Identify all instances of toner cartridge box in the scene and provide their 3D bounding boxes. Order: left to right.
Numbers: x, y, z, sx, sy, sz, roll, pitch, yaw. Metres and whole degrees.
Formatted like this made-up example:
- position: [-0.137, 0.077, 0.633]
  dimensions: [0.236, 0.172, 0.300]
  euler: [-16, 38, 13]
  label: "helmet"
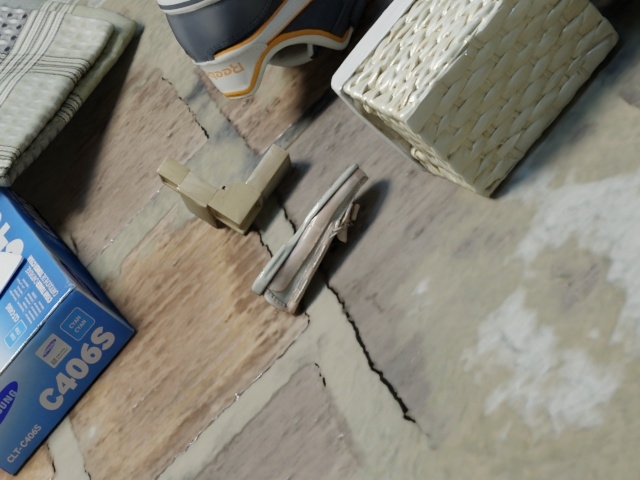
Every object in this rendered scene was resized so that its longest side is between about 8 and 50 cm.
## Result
- position: [-0.297, 0.063, 1.563]
  dimensions: [0.165, 0.075, 0.348]
  euler: [-51, 30, -1]
  label: "toner cartridge box"

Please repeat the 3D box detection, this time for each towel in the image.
- position: [-0.386, -0.178, 1.736]
  dimensions: [0.312, 0.056, 0.324]
  euler: [10, 38, 14]
  label: "towel"

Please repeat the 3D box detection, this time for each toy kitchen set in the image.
- position: [-0.078, -0.053, 1.421]
  dimensions: [0.075, 0.083, 0.068]
  euler: [-55, -11, -11]
  label: "toy kitchen set"

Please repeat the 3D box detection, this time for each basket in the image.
- position: [0.112, -0.129, 1.207]
  dimensions: [0.167, 0.113, 0.103]
  euler: [-51, 32, -1]
  label: "basket"

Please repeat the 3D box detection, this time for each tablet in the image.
- position: [-0.294, 0.046, 1.497]
  dimensions: [0.054, 0.006, 0.083]
  euler: [6, 60, 55]
  label: "tablet"

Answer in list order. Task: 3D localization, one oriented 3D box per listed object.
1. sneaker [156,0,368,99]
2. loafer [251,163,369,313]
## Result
- position: [-0.017, -0.233, 1.502]
  dimensions: [0.126, 0.127, 0.321]
  euler: [-4, 28, 44]
  label: "sneaker"
- position: [0.000, 0.000, 1.291]
  dimensions: [0.125, 0.039, 0.045]
  euler: [-51, -3, -8]
  label: "loafer"
